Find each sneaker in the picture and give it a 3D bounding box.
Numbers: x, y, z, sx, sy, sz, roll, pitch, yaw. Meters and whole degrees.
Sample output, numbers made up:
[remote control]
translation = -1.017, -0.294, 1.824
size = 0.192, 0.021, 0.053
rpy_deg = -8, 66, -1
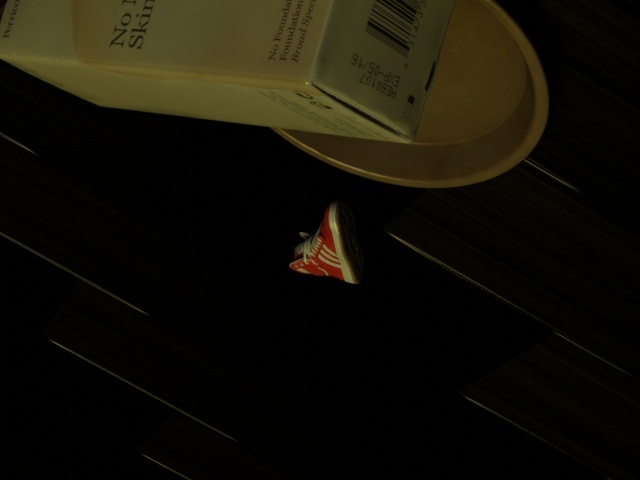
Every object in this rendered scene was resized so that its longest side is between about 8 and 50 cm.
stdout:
[sneaker]
translation = 0.000, 0.000, 1.349
size = 0.067, 0.042, 0.118
rpy_deg = 9, 148, 17

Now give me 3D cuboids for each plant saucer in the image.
[plant saucer]
translation = 0.045, -0.142, 1.107
size = 0.278, 0.041, 0.278
rpy_deg = 18, 148, 11

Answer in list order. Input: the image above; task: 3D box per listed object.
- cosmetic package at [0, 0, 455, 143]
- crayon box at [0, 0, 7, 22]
[cosmetic package]
translation = -0.065, -0.167, 0.951
size = 0.309, 0.160, 0.113
rpy_deg = 10, 171, 41
[crayon box]
translation = -0.294, -0.182, 1.008
size = 0.106, 0.313, 0.363
rpy_deg = 27, 148, -5
